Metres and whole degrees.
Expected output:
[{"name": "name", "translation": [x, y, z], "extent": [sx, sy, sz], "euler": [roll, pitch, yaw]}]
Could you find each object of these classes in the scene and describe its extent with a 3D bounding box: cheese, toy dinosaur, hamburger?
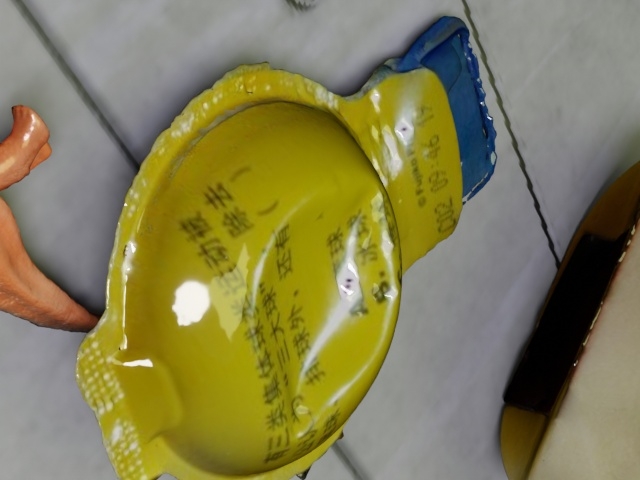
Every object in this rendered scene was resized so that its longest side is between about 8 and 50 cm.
[{"name": "cheese", "translation": [0.000, 0.000, 0.595], "extent": [0.270, 0.069, 0.177], "euler": [-41, 126, -37]}, {"name": "toy dinosaur", "translation": [-0.152, -0.039, 0.473], "extent": [0.101, 0.055, 0.279], "euler": [-52, 125, -14]}, {"name": "hamburger", "translation": [0.168, 0.053, 0.690], "extent": [0.116, 0.173, 0.210], "euler": [24, 79, -1]}]
